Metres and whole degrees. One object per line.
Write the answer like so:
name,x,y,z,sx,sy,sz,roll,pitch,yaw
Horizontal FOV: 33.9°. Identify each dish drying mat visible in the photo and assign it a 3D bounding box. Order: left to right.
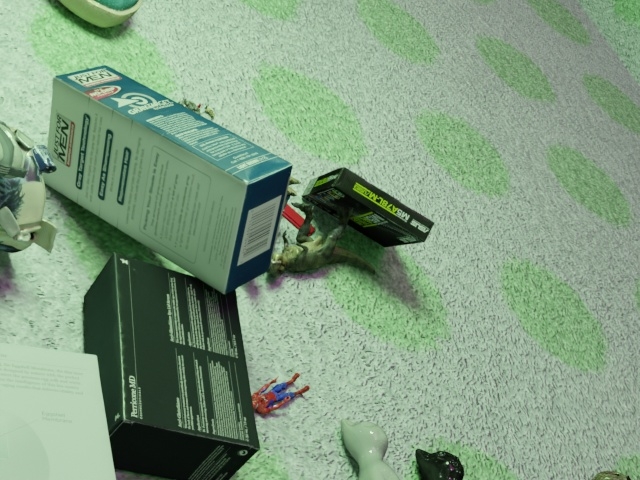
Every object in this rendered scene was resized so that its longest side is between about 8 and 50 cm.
dish drying mat,-0.045,-0.041,1.782,0.083,0.008,0.032,40,32,2

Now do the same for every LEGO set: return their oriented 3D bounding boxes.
LEGO set,-0.218,-0.233,1.828,0.054,0.023,0.083,46,34,11

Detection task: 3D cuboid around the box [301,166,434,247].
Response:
box,0.077,-0.053,1.777,0.184,0.190,0.045,33,78,-13

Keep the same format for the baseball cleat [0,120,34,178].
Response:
baseball cleat,-0.403,-0.134,1.224,0.109,0.072,0.206,20,27,-50

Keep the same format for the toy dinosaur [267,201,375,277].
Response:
toy dinosaur,0.000,0.000,1.706,0.064,0.118,0.268,10,7,42

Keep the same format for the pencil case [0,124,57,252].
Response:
pencil case,-0.506,-0.040,1.197,0.183,0.160,0.410,33,27,30

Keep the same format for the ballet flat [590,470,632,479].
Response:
ballet flat,0.558,0.450,1.741,0.249,0.058,0.084,32,35,-11

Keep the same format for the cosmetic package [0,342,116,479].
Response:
cosmetic package,-0.340,0.228,1.062,0.224,0.138,0.225,13,43,-34

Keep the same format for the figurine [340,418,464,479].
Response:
figurine,0.120,0.341,1.436,0.214,0.092,0.209,26,28,-19

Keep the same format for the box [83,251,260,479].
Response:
box,-0.193,0.161,1.317,0.184,0.103,0.261,21,37,-31

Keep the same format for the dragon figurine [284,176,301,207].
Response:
dragon figurine,-0.102,-0.047,1.664,0.085,0.144,0.289,28,16,-13

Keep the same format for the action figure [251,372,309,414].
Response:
action figure,-0.061,0.213,1.452,0.115,0.030,0.038,-20,70,-51

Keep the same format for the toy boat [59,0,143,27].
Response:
toy boat,-0.444,-0.491,1.801,0.318,0.148,0.268,-5,53,-47

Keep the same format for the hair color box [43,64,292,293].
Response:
hair color box,-0.215,-0.091,1.424,0.347,0.174,0.105,29,33,24
